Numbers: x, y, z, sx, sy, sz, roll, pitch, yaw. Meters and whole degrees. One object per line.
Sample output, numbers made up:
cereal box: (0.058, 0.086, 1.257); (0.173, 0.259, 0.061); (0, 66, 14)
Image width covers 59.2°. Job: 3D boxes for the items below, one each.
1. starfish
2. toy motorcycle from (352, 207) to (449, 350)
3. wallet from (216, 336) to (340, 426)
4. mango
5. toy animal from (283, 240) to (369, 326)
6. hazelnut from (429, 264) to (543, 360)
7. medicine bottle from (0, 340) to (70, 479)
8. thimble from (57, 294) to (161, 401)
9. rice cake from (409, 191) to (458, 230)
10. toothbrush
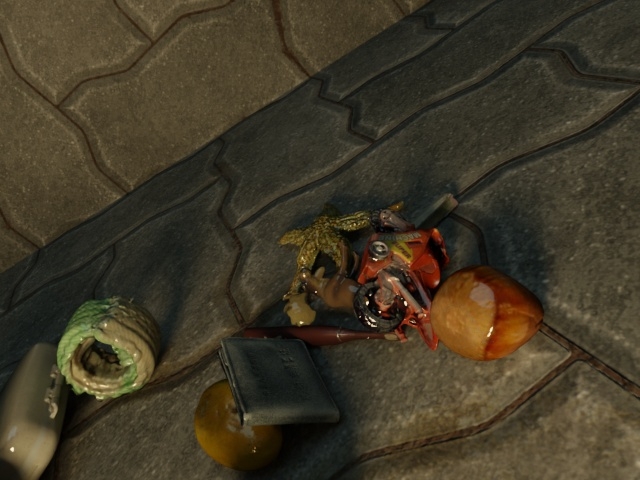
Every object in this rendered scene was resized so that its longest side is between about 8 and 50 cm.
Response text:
starfish: (-0.003, -0.002, 1.307); (0.358, 0.078, 0.347); (-6, 42, 40)
toy motorcycle: (0.147, 0.050, 0.993); (0.298, 0.171, 0.089); (-75, 12, -46)
wallet: (-0.077, 0.231, 0.947); (0.168, 0.036, 0.222); (6, 19, -22)
mango: (-0.134, 0.303, 0.933); (0.195, 0.098, 0.137); (11, 62, 48)
toy animal: (0.026, 0.096, 1.086); (0.214, 0.094, 0.185); (18, 79, 37)
hazelnut: (0.247, 0.109, 0.834); (0.150, 0.150, 0.150); (-25, 30, 16)
medicine bottle: (-0.659, 0.404, 1.240); (0.282, 0.123, 0.375); (-54, 28, 10)
thimble: (-0.467, 0.237, 1.255); (0.219, 0.219, 0.150); (-28, 27, 10)
rice cake: (0.203, -0.027, 1.168); (0.207, 0.036, 0.047); (-42, 18, -14)
toothbrush: (-0.007, 0.178, 1.060); (0.364, 0.040, 0.040); (-8, 38, 36)
